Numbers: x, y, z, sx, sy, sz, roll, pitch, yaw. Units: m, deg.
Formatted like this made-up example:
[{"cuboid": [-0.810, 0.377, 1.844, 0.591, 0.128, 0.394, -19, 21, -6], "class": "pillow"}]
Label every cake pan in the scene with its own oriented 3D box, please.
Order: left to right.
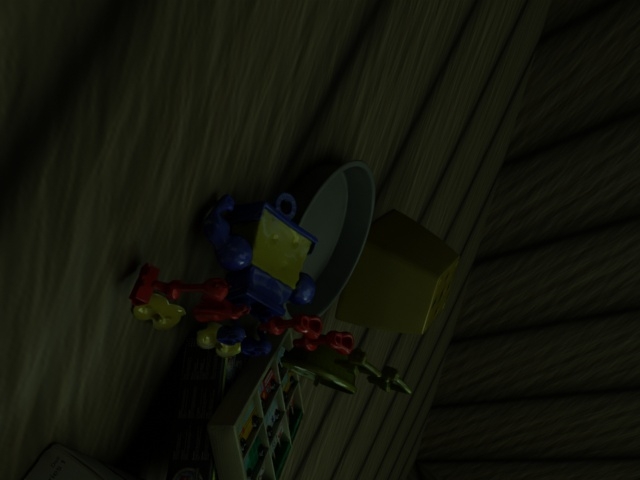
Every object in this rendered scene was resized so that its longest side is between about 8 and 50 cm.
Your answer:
[{"cuboid": [0.000, 0.000, 0.942, 0.293, 0.054, 0.293, -47, 149, -39], "class": "cake pan"}]

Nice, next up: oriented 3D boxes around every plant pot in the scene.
[{"cuboid": [0.179, 0.082, 1.230, 0.212, 0.187, 0.212, -30, 137, -54], "class": "plant pot"}]

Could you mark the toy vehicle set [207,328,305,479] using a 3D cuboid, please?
[{"cuboid": [-0.079, 0.252, 0.798, 0.267, 0.035, 0.166, -57, 141, -69], "class": "toy vehicle set"}]

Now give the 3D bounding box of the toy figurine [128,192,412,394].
[{"cuboid": [-0.031, 0.041, 0.715, 0.362, 0.191, 0.217, 34, 55, -37], "class": "toy figurine"}]

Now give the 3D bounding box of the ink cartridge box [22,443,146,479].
[{"cuboid": [-0.265, 0.343, 0.638, 0.160, 0.092, 0.219, -58, 155, -22], "class": "ink cartridge box"}]

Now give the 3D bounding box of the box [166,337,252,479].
[{"cuboid": [-0.131, 0.292, 0.779, 0.216, 0.060, 0.270, 58, 31, -62], "class": "box"}]
